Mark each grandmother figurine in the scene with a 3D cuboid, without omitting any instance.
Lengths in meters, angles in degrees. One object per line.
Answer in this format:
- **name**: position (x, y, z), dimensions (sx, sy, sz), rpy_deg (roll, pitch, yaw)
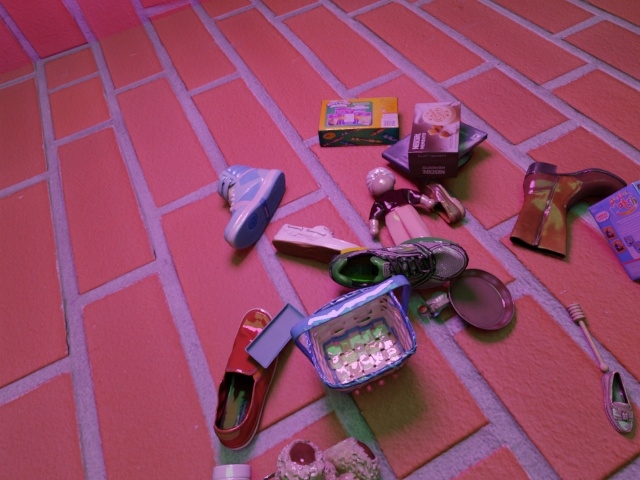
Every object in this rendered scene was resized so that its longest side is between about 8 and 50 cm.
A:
- **grandmother figurine**: position (0.232, -0.084, 1.174), dimensions (0.207, 0.104, 0.342), rpy_deg (-19, 57, -9)

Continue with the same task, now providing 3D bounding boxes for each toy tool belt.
- **toy tool belt**: position (0.292, 0.170, 1.017), dimensions (0.083, 0.052, 0.051), rpy_deg (-35, 102, -10)

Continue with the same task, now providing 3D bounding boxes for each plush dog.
- **plush dog**: position (0.010, 0.516, 0.738), dimensions (0.211, 0.262, 0.225), rpy_deg (-49, 45, 14)

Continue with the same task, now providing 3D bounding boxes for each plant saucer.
- **plant saucer**: position (0.399, 0.148, 1.012), dimensions (0.168, 0.029, 0.169), rpy_deg (5, 55, -7)
- **plant saucer**: position (-0.108, 0.232, 0.997), dimensions (0.067, 0.018, 0.192), rpy_deg (40, 40, 5)

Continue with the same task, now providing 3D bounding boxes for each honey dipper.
- **honey dipper**: position (0.630, 0.225, 0.944), dimensions (0.030, 0.030, 0.161), rpy_deg (-10, 56, 1)

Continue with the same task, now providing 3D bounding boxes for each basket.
- **basket**: position (0.077, 0.203, 0.877), dimensions (0.254, 0.289, 0.201), rpy_deg (-22, 57, -6)

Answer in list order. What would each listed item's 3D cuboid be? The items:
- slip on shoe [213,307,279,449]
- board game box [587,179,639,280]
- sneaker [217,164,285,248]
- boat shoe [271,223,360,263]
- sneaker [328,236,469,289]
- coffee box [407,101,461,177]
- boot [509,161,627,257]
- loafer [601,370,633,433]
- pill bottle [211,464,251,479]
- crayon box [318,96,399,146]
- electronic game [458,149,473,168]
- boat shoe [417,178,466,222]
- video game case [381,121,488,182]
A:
- **slip on shoe**: position (-0.175, 0.309, 0.957), dimensions (0.123, 0.101, 0.331), rpy_deg (2, 54, 12)
- **board game box**: position (0.769, -0.020, 0.978), dimensions (0.039, 0.160, 0.212), rpy_deg (-21, 75, -7)
- **sneaker**: position (-0.260, -0.114, 1.252), dimensions (0.208, 0.127, 0.319), rpy_deg (15, 49, 15)
- **boat shoe**: position (0.000, 0.000, 1.148), dimensions (0.277, 0.098, 0.096), rpy_deg (12, 59, 18)
- **sneaker**: position (0.189, 0.073, 0.984), dimensions (0.343, 0.146, 0.134), rpy_deg (-8, 94, 6)
- **coffee box**: position (0.347, -0.306, 1.216), dimensions (0.141, 0.098, 0.247), rpy_deg (3, 51, 19)
- **boot**: position (0.686, -0.081, 1.112), dimensions (0.264, 0.096, 0.280), rpy_deg (19, 63, 13)
- **loafer**: position (0.632, 0.340, 0.856), dimensions (0.045, 0.039, 0.125), rpy_deg (3, 56, 9)
- **pill bottle**: position (-0.178, 0.550, 0.784), dimensions (0.108, 0.108, 0.194), rpy_deg (-7, 54, 4)
- **crayon box**: position (0.137, -0.422, 1.433), dimensions (0.278, 0.081, 0.165), rpy_deg (0, 55, 8)
- **electronic game**: position (0.382, -0.297, 1.331), dimensions (0.229, 0.048, 0.229), rpy_deg (-8, 48, 9)
- **boat shoe**: position (0.349, -0.119, 1.202), dimensions (0.060, 0.064, 0.178), rpy_deg (-32, 60, -16)
- **video game case**: position (0.362, -0.304, 1.293), dimensions (0.274, 0.026, 0.196), rpy_deg (-35, 50, -15)
